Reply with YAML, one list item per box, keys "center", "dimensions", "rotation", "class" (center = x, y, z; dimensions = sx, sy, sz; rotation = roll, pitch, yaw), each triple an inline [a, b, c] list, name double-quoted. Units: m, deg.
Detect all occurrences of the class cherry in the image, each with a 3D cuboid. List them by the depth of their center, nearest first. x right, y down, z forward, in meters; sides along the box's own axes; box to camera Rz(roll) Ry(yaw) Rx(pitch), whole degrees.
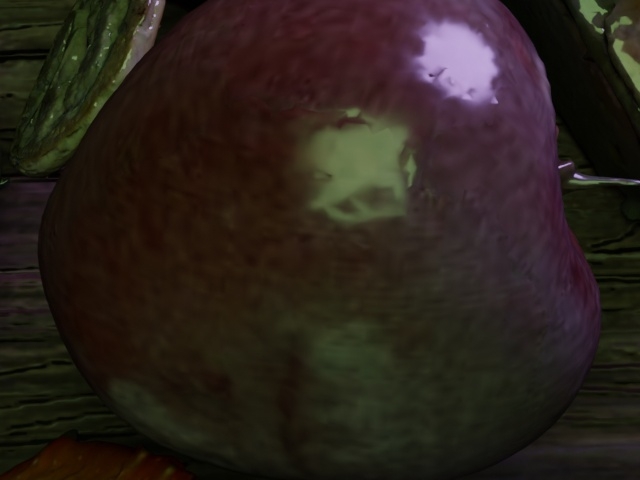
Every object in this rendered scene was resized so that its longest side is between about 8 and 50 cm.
- center: [0.000, 0.000, 0.699]
  dimensions: [0.307, 0.261, 0.221]
  rotation: [-10, 31, 15]
  class: "cherry"

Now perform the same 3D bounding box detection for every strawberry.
- center: [-0.113, 0.158, 0.702]
  dimensions: [0.121, 0.188, 0.082]
  rotation: [-45, 116, -32]
  class: "strawberry"

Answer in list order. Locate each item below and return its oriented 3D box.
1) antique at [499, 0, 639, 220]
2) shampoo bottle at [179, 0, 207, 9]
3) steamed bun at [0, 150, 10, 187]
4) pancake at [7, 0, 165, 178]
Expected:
- center: [0.164, -0.146, 0.798]
  dimensions: [0.150, 0.125, 0.284]
  rotation: [-20, 75, -3]
  class: "antique"
- center: [-0.067, -0.188, 0.841]
  dimensions: [0.309, 0.071, 0.098]
  rotation: [31, 78, 9]
  class: "shampoo bottle"
- center: [-0.316, 0.005, 0.726]
  dimensions: [0.275, 0.206, 0.320]
  rotation: [25, 73, 10]
  class: "steamed bun"
- center: [-0.123, -0.099, 0.783]
  dimensions: [0.028, 0.158, 0.158]
  rotation: [25, 74, -25]
  class: "pancake"
